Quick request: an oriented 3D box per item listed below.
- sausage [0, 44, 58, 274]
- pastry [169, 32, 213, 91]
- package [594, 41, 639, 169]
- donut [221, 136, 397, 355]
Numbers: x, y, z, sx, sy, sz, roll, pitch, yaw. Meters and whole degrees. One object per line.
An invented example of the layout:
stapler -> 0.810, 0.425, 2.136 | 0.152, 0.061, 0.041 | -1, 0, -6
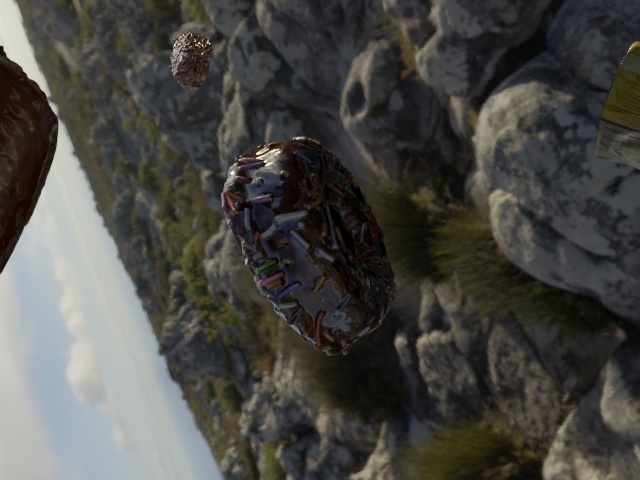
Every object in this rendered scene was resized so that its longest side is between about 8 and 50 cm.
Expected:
sausage -> -0.213, 0.017, 0.380 | 0.330, 0.102, 0.102 | -84, -8, -47
pastry -> -0.232, -0.319, 1.366 | 0.087, 0.063, 0.169 | -64, 21, 19
package -> 0.343, -0.139, 0.830 | 0.071, 0.047, 0.131 | 32, 145, 29
donut -> 0.000, 0.000, 0.775 | 0.235, 0.089, 0.235 | 53, -158, -32
